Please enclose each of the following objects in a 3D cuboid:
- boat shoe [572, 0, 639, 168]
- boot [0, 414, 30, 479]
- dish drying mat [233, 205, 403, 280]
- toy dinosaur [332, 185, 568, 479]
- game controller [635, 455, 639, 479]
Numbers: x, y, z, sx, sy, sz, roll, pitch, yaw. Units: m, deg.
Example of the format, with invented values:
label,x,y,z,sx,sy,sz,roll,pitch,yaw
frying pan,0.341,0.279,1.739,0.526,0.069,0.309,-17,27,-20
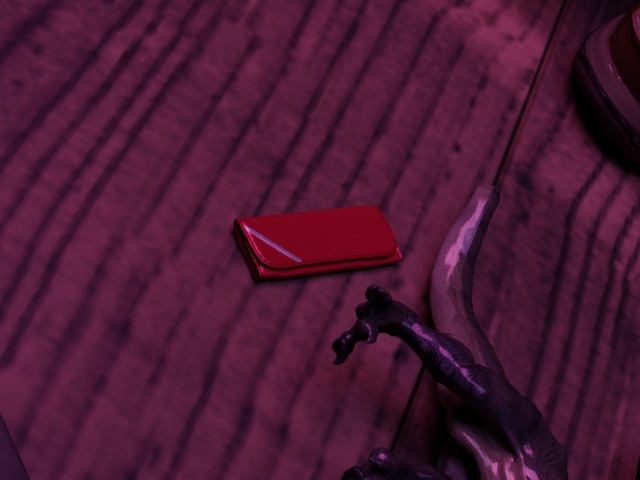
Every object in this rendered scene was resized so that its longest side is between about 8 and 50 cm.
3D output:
label,x,y,z,sx,sy,sz,roll,pitch,yaw
boat shoe,0.280,-0.128,1.021,0.324,0.120,0.122,-26,74,-44
boot,-0.126,0.152,0.547,0.189,0.076,0.208,-12,70,-56
dish drying mat,0.000,0.000,0.805,0.083,0.008,0.032,-7,60,-38
toy dinosaur,0.060,0.078,0.751,0.118,0.064,0.268,13,47,-35
game controller,0.203,0.215,0.732,0.166,0.067,0.319,24,45,-17
